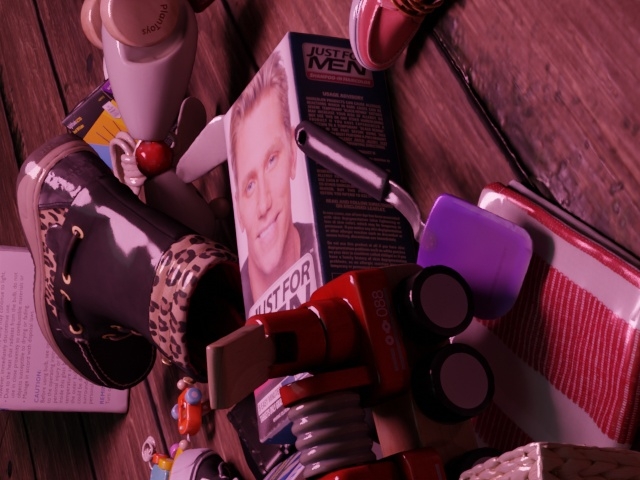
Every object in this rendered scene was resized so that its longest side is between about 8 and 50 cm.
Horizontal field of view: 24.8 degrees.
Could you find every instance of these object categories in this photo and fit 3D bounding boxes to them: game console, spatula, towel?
[{"bbox_3d":[-0.046,0.215,1.530,0.107,0.071,0.122,-50,34,5],"label":"game console"},{"bbox_3d":[0.061,-0.031,1.182,0.296,0.030,0.084,40,123,47],"label":"spatula"},{"bbox_3d":[0.150,0.142,1.102,0.237,0.037,0.329,42,124,58],"label":"towel"}]

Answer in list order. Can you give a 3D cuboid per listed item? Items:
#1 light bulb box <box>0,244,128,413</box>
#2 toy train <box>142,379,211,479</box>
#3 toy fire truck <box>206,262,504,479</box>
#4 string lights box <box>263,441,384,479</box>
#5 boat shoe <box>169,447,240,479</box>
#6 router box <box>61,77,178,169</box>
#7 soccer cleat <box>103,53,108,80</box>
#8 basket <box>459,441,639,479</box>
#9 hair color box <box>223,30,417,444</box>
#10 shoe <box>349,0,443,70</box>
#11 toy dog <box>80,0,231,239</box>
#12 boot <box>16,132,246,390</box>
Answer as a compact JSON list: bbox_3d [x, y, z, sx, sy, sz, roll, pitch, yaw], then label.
[{"bbox_3d":[-0.491,0.116,2.072,0.358,0.361,0.225,-179,93,-65],"label":"light bulb box"},{"bbox_3d":[-0.165,0.249,1.741,0.166,0.046,0.125,127,144,-48],"label":"toy train"},{"bbox_3d":[0.010,0.130,1.047,0.158,0.246,0.217,-32,68,56],"label":"toy fire truck"},{"bbox_3d":[-0.022,0.248,1.277,0.133,0.077,0.259,-48,-1,-25],"label":"string lights box"},{"bbox_3d":[-0.104,0.301,1.520,0.306,0.105,0.113,-79,-24,-77],"label":"boat shoe"},{"bbox_3d":[-0.248,-0.141,1.869,0.046,0.133,0.179,-52,14,-24],"label":"router box"},{"bbox_3d":[-0.246,-0.326,1.934,0.116,0.109,0.318,-45,49,40],"label":"soccer cleat"},{"bbox_3d":[0.175,0.190,0.900,0.113,0.167,0.103,141,134,-56],"label":"basket"},{"bbox_3d":[0.000,0.000,1.357,0.174,0.105,0.347,-45,46,53],"label":"hair color box"},{"bbox_3d":[0.079,-0.219,1.267,0.081,0.063,0.178,-118,44,-56],"label":"shoe"},{"bbox_3d":[-0.157,-0.169,1.671,0.220,0.161,0.333,-132,28,-51],"label":"toy dog"},{"bbox_3d":[-0.192,0.082,1.643,0.284,0.138,0.377,31,142,33],"label":"boot"}]
